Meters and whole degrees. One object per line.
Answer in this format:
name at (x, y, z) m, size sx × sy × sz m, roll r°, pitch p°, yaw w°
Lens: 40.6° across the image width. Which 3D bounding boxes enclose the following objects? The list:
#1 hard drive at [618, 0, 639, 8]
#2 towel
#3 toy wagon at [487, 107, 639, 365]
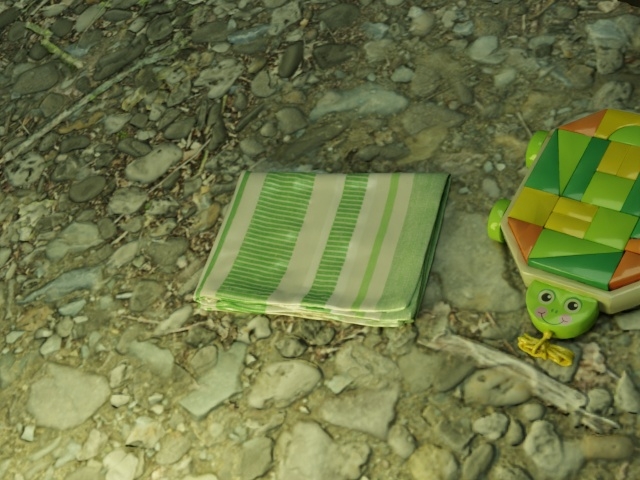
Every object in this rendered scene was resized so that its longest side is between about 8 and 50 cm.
hard drive at (0.569, -0.368, 1.084) m, size 0.339 × 0.064 × 0.237 m, roll 16°, pitch 82°, yaw 4°
towel at (0.000, 0.000, 1.199) m, size 0.324 × 0.038 × 0.248 m, roll 2°, pitch 57°, yaw 24°
toy wagon at (0.338, -0.010, 1.044) m, size 0.267 × 0.068 × 0.344 m, roll 19°, pitch 65°, yaw 33°
